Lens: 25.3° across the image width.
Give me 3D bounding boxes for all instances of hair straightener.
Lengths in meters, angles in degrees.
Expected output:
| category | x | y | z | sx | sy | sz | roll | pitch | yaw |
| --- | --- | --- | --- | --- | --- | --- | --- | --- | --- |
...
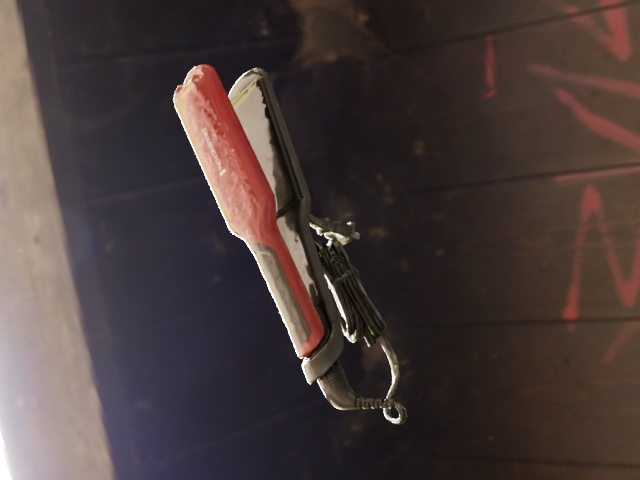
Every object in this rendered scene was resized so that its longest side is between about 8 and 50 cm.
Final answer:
| category | x | y | z | sx | sy | sz | roll | pitch | yaw |
| --- | --- | --- | --- | --- | --- | --- | --- | --- | --- |
| hair straightener | 0.000 | 0.000 | 0.797 | 0.047 | 0.089 | 0.230 | -45 | -116 | 38 |
